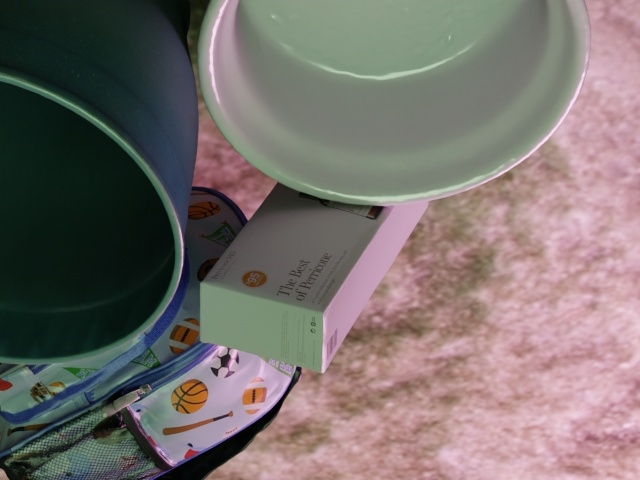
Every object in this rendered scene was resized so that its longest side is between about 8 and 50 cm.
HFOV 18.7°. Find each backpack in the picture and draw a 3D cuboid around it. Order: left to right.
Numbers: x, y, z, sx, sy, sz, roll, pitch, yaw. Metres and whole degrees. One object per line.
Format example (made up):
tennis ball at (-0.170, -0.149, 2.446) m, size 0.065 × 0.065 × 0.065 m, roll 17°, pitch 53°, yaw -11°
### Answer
backpack at (-0.155, 0.071, 1.560) m, size 0.263 × 0.276 × 0.213 m, roll -23°, pitch 134°, yaw 1°

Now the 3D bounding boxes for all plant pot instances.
plant pot at (-0.205, -0.098, 1.357) m, size 0.271 × 0.255 × 0.272 m, roll 6°, pitch 136°, yaw 6°

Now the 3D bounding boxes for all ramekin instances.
ramekin at (0.049, -0.169, 1.402) m, size 0.277 × 0.135 × 0.277 m, roll -2°, pitch 135°, yaw -2°

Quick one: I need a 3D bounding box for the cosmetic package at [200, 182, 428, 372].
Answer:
cosmetic package at (0.000, 0.000, 1.467) m, size 0.098 × 0.239 × 0.060 m, roll 11°, pitch 125°, yaw 17°
